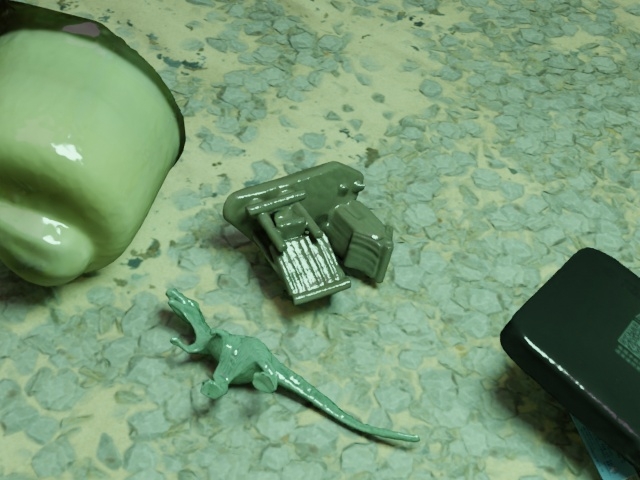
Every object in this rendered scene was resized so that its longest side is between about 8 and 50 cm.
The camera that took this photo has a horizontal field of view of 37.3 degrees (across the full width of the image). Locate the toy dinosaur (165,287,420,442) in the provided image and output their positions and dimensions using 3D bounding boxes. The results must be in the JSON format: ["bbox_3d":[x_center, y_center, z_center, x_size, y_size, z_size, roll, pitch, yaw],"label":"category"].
[{"bbox_3d":[-0.069,0.182,1.189,0.383,0.076,0.129,36,28,16],"label":"toy dinosaur"}]

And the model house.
[{"bbox_3d":[-0.003,0.001,1.341,0.229,0.122,0.188,-16,53,-25],"label":"model house"}]

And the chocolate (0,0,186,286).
[{"bbox_3d":[-0.379,-0.108,1.273,0.326,0.314,0.297,19,51,9],"label":"chocolate"}]

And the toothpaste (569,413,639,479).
[{"bbox_3d":[0.357,0.257,1.197,0.044,0.070,0.193,-26,49,9],"label":"toothpaste"}]

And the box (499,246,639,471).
[{"bbox_3d":[0.395,0.156,1.214,0.290,0.073,0.289,41,40,14],"label":"box"}]
